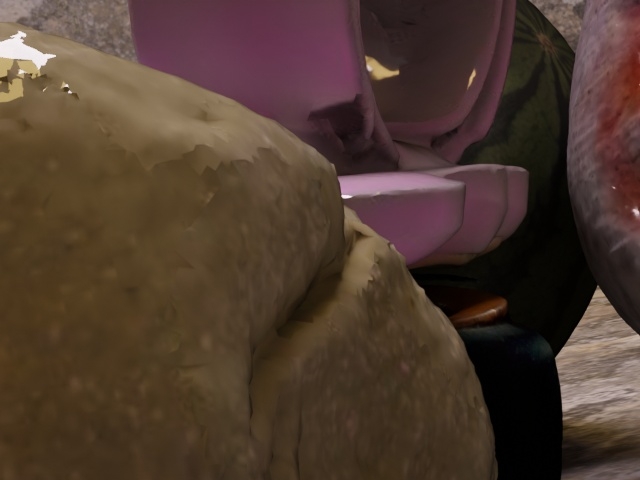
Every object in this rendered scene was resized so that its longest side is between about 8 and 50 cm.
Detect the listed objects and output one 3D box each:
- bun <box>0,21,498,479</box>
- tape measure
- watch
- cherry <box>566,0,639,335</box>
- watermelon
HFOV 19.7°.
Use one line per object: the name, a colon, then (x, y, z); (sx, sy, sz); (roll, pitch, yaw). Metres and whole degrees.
bun: (-0.088, 0.073, 0.438); (0.281, 0.205, 0.281); (-15, -13, -3)
tape measure: (-0.003, 0.085, 0.766); (0.202, 0.135, 0.223); (-1, 2, -7)
watch: (-0.016, -0.093, 0.774); (0.210, 0.218, 0.248); (2, 3, 27)
cherry: (0.272, -0.051, 0.865); (0.291, 0.335, 0.326); (-31, 19, 48)
watermelon: (0.000, 0.000, 1.046); (0.359, 0.279, 0.279); (-36, -14, 34)
